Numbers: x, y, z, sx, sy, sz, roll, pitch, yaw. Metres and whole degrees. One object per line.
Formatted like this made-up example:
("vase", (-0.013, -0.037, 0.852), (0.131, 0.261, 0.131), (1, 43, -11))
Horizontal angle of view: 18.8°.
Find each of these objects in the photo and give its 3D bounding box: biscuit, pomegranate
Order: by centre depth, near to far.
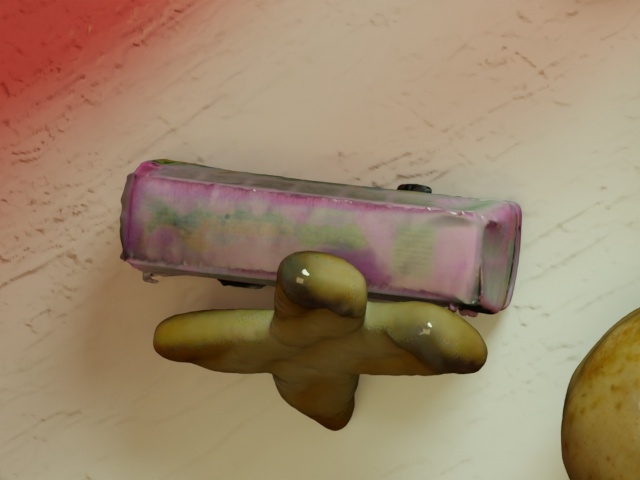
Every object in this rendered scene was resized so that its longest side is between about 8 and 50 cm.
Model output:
("pomegranate", (0.259, 0.131, 1.282), (0.207, 0.207, 0.207), (2, 100, 11))
("biscuit", (-0.001, 0.069, 1.323), (0.164, 0.208, 0.047), (27, 62, -22))

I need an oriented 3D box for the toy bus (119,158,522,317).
("toy bus", (0.000, -0.001, 1.359), (0.274, 0.112, 0.090), (6, 93, 10))
